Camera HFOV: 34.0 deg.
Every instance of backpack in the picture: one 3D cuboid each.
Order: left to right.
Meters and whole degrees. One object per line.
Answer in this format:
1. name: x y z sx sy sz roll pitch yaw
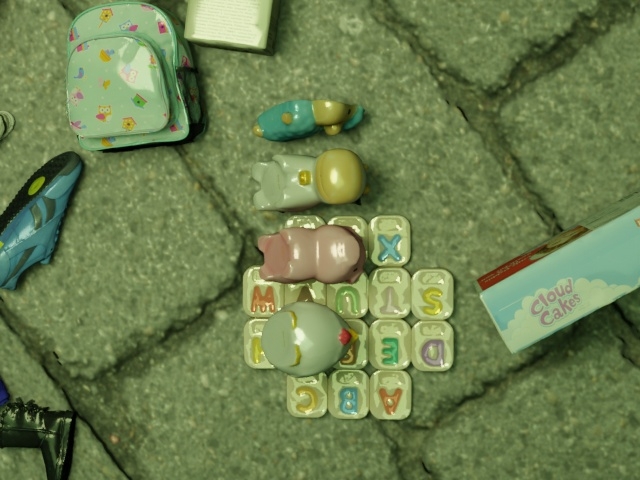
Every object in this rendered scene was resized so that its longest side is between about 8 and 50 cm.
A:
1. backpack: -0.245 -0.214 1.341 0.166 0.144 0.188 -5 91 12

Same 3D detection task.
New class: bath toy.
1. bath toy: 0.000 0.000 1.338 0.129 0.151 0.348 2 87 -40

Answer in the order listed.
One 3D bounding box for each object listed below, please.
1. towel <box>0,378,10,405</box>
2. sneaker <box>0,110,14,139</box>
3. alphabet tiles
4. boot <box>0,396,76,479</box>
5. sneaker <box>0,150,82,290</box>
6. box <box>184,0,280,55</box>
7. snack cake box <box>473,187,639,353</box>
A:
1. towel: -0.596 0.141 1.430 0.228 0.076 0.308 -28 92 5
2. sneaker: -0.459 -0.131 1.413 0.040 0.044 0.109 35 98 -1
3. alphabet tiles: 0.037 0.104 1.405 0.284 0.021 0.277 1 95 4
4. boot: -0.393 0.281 1.441 0.099 0.045 0.121 7 88 2
5. sneaker: -0.380 -0.025 1.413 0.082 0.069 0.209 39 88 -32
6. box: -0.099 -0.382 1.338 0.113 0.094 0.275 10 95 4
7. snack cake box: 0.329 0.033 1.309 0.264 0.152 0.089 -29 92 7
